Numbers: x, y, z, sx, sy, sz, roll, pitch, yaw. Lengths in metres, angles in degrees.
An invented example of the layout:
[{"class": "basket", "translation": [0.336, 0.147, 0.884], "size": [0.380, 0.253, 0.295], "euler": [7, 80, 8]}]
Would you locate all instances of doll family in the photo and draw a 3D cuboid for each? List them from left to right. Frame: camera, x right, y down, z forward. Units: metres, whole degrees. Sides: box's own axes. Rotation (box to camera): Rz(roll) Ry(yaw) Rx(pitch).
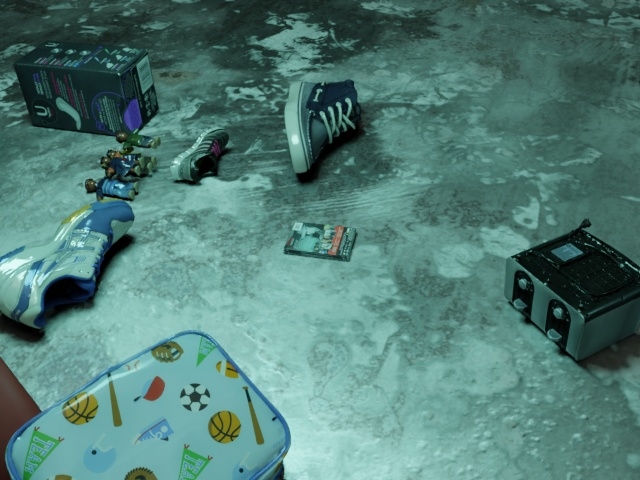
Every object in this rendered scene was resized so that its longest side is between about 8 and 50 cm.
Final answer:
[{"class": "doll family", "translation": [-0.412, -0.155, 1.422], "size": [0.111, 0.076, 0.193], "euler": [11, 42, 8]}]

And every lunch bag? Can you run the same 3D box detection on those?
[{"class": "lunch bag", "translation": [-0.197, 0.266, 0.815], "size": [0.303, 0.115, 0.243], "euler": [-32, 69, -32]}]

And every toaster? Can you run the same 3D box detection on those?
[{"class": "toaster", "translation": [0.401, 0.074, 1.068], "size": [0.185, 0.110, 0.168], "euler": [-20, 42, -22]}]

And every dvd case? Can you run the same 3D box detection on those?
[{"class": "dvd case", "translation": [0.000, 0.000, 1.256], "size": [0.119, 0.013, 0.087], "euler": [7, 38, 9]}]

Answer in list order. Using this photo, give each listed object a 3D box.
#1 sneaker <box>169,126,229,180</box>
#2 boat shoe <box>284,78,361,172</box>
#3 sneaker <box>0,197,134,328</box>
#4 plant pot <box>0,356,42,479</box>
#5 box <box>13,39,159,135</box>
[{"class": "sneaker", "translation": [-0.237, -0.177, 1.454], "size": [0.074, 0.063, 0.170], "euler": [20, 47, 26]}, {"class": "boat shoe", "translation": [0.011, -0.265, 1.501], "size": [0.158, 0.127, 0.341], "euler": [-7, 37, 5]}, {"class": "sneaker", "translation": [-0.410, 0.042, 1.165], "size": [0.131, 0.112, 0.296], "euler": [34, 49, 14]}, {"class": "plant pot", "translation": [-0.482, 0.212, 0.813], "size": [0.274, 0.243, 0.275], "euler": [-1, 37, 1]}, {"class": "box", "translation": [-0.541, -0.357, 1.610], "size": [0.270, 0.165, 0.143], "euler": [9, 39, 12]}]
